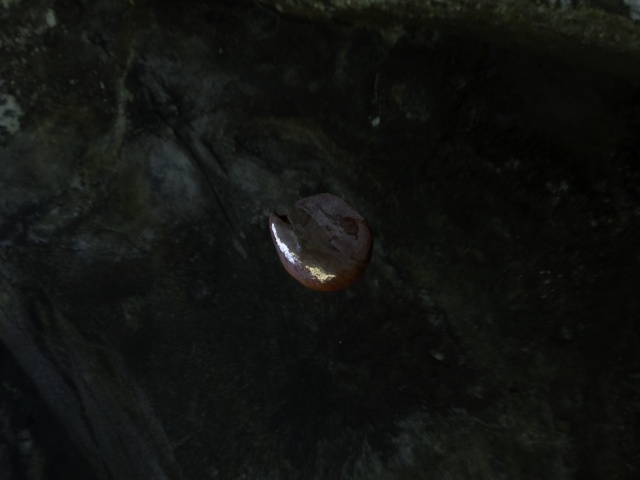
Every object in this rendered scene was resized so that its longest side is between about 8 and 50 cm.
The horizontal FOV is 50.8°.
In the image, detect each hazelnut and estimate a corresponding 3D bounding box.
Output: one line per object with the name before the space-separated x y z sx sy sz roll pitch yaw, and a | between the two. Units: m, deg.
hazelnut | 0.000 0.000 0.531 0.086 0.086 0.087 0 -99 2
